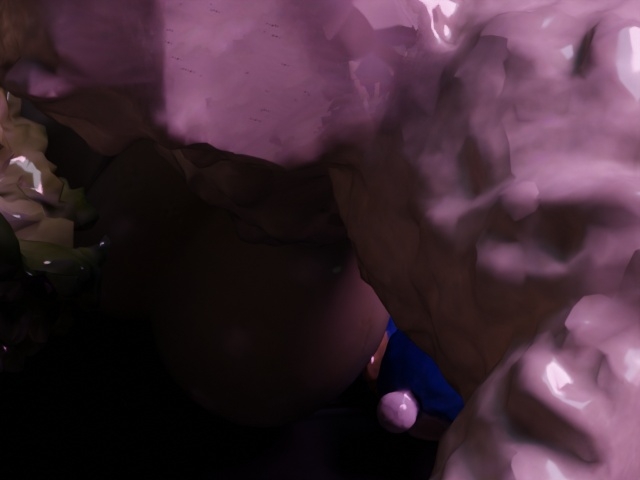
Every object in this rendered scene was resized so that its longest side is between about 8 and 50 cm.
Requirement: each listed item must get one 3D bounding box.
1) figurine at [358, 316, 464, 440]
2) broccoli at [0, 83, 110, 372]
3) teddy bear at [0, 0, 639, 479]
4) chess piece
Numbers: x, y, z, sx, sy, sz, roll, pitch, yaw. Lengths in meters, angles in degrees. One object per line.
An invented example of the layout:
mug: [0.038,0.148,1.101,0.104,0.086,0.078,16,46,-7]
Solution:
figurine: [0.110,0.041,0.704,0.164,0.121,0.262,38,28,6]
broccoli: [-0.249,-0.139,0.366,0.353,0.274,0.397,50,26,-80]
teddy bear: [0.000,0.000,0.470,0.362,0.375,0.327,27,-4,41]
chess piece: [-0.075,-0.026,0.616,0.251,0.144,0.144,44,27,12]
